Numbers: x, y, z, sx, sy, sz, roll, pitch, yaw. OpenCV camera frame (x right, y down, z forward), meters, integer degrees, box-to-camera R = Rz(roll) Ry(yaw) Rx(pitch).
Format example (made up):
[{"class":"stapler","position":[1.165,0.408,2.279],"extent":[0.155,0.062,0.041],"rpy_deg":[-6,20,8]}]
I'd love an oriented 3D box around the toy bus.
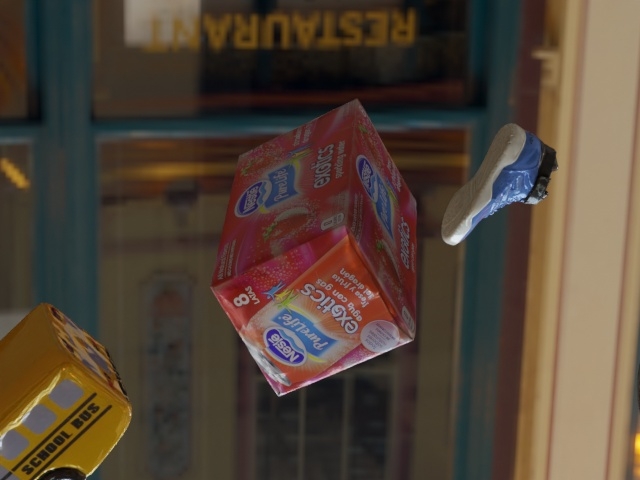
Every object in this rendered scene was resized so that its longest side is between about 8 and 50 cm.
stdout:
[{"class":"toy bus","position":[-0.317,0.220,1.550],"extent":[0.130,0.332,0.108],"rpy_deg":[43,-174,-34]}]

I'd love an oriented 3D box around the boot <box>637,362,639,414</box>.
[{"class":"boot","position":[0.300,0.178,1.235],"extent":[0.091,0.263,0.229],"rpy_deg":[-1,179,-3]}]

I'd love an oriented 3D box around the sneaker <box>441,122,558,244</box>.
[{"class":"sneaker","position":[0.202,-0.048,1.888],"extent":[0.084,0.152,0.058],"rpy_deg":[26,-167,-24]}]

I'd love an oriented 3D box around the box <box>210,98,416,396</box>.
[{"class":"box","position":[0.000,0.000,1.457],"extent":[0.128,0.123,0.257],"rpy_deg":[-25,-157,16]}]
